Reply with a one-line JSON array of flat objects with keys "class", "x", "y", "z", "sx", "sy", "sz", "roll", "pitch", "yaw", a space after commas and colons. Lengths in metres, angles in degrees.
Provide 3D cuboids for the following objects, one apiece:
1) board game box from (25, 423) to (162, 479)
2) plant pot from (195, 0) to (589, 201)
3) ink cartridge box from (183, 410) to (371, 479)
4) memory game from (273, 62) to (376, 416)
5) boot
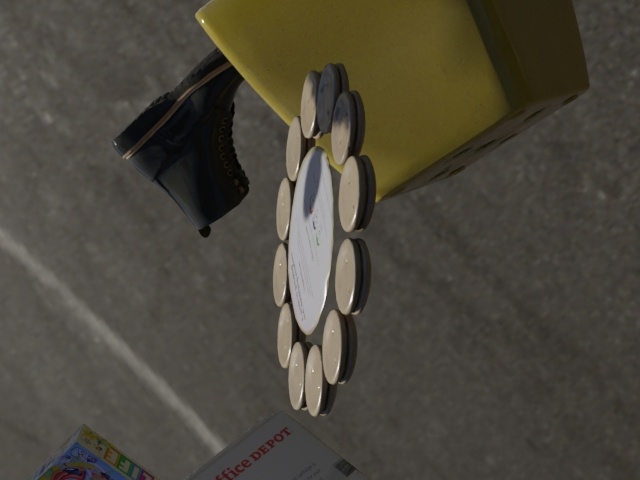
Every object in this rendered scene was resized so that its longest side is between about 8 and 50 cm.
[{"class": "board game box", "x": -0.208, "y": 0.235, "z": 1.255, "sx": 0.103, "sy": 0.026, "sz": 0.154, "roll": 38, "pitch": 118, "yaw": -15}, {"class": "plant pot", "x": 0.077, "y": -0.149, "z": 1.093, "sx": 0.212, "sy": 0.212, "sz": 0.187, "roll": -32, "pitch": 85, "yaw": 30}, {"class": "ink cartridge box", "x": -0.018, "y": 0.372, "z": 1.819, "sx": 0.283, "sy": 0.207, "sz": 0.117, "roll": 36, "pitch": 133, "yaw": 21}, {"class": "memory game", "x": 0.000, "y": 0.000, "z": 0.762, "sx": 0.186, "sy": 0.012, "sz": 0.186, "roll": -177, "pitch": 90, "yaw": -76}, {"class": "boot", "x": -0.090, "y": -0.106, "z": 1.429, "sx": 0.198, "sy": 0.077, "sz": 0.137, "roll": -36, "pitch": 102, "yaw": 30}]
